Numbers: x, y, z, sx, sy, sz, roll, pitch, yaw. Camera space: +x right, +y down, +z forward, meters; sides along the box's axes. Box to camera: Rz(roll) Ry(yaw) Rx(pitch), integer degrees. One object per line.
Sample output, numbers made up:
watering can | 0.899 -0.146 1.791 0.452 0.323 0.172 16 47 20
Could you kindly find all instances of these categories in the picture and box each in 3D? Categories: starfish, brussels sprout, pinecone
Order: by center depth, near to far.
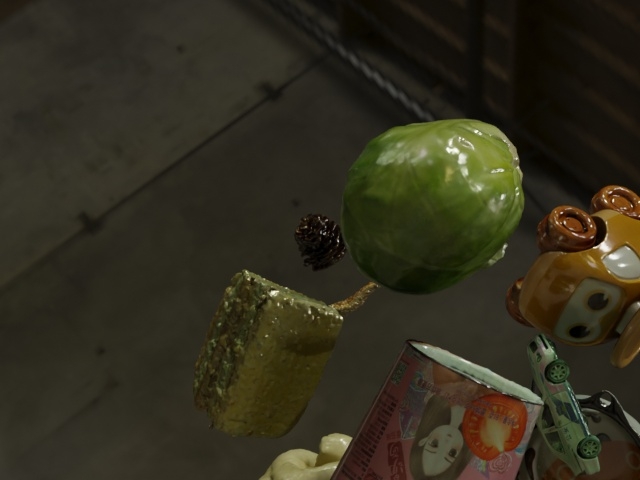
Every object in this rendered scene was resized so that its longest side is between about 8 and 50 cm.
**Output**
brussels sprout | 0.141 -0.042 1.751 0.244 0.244 0.244 44 -22 22
pinecone | 0.000 0.000 1.995 0.077 0.077 0.083 18 -39 57
starfish | -0.017 0.171 2.779 0.084 0.301 0.293 52 -18 15

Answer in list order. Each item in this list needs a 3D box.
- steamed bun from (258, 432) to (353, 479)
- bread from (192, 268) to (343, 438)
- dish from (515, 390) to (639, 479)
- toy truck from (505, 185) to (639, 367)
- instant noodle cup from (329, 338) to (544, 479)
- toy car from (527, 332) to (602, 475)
steamed bun | 0.026 0.461 2.242 0.372 0.230 0.325 38 -47 -18
bread | -0.074 0.149 1.815 0.138 0.196 0.102 18 5 -37
dish | 0.479 0.385 2.555 0.303 0.120 0.303 10 -69 26
toy truck | 0.437 0.055 2.168 0.211 0.288 0.204 43 -45 24
instant noodle cup | 0.149 0.267 1.804 0.243 0.231 0.243 24 4 -2
toy car | 0.350 0.246 2.114 0.090 0.076 0.224 -101 166 -70
